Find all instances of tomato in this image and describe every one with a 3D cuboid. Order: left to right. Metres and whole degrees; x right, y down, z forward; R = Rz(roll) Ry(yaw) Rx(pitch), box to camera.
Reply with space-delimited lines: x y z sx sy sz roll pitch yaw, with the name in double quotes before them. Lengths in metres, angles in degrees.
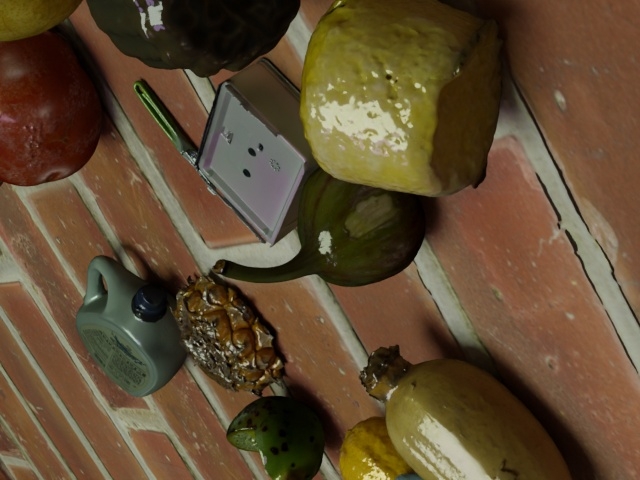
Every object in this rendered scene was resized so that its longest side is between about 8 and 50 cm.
"tomato" -0.421 -0.190 1.767 0.232 0.188 0.232 34 144 30

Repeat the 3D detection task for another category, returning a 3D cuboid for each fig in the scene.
"fig" 0.000 0.000 1.324 0.149 0.245 0.149 33 138 35

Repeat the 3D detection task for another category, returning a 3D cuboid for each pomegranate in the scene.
"pomegranate" -0.048 0.294 1.829 0.169 0.122 0.143 38 166 47

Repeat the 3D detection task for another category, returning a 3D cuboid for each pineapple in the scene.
"pineapple" -0.146 0.147 1.864 0.225 0.076 0.225 34 147 26

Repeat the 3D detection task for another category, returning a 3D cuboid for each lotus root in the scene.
"lotus root" 0.177 0.230 1.442 0.303 0.131 0.146 43 126 14

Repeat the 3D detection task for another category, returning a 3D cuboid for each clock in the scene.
"clock" -0.063 -0.098 1.480 0.147 0.071 0.192 46 150 12

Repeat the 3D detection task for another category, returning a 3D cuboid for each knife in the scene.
"knife" -0.188 -0.136 1.667 0.022 0.026 0.184 -37 89 21

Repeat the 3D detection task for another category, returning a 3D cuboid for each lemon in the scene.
"lemon" 0.092 0.294 1.649 0.155 0.114 0.114 32 145 25

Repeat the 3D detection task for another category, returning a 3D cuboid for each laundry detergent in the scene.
"laundry detergent" -0.301 0.124 2.023 0.215 0.105 0.280 48 152 11

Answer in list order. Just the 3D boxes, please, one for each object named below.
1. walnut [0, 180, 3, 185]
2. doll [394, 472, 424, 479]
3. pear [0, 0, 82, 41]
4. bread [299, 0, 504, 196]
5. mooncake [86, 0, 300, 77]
"walnut" -0.614 -0.163 1.984 0.285 0.285 0.296 43 108 17
"doll" 0.174 0.328 1.547 0.180 0.075 0.120 3 118 9
"pear" -0.375 -0.345 1.530 0.209 0.209 0.209 35 146 28
"bread" 0.072 -0.139 1.147 0.170 0.197 0.197 17 137 26
"mooncake" -0.117 -0.271 1.218 0.124 0.228 0.228 12 132 40
